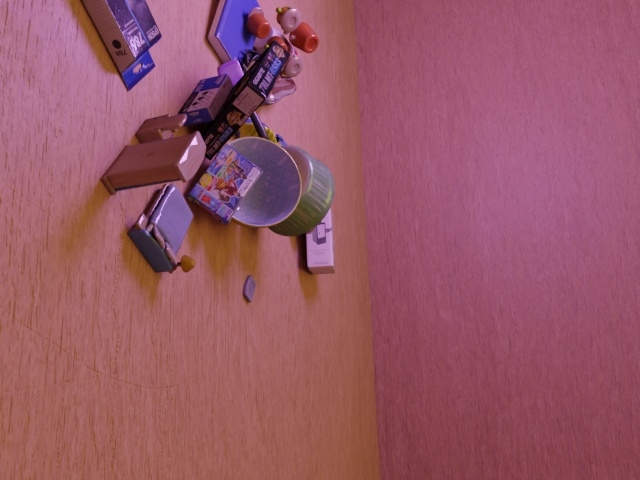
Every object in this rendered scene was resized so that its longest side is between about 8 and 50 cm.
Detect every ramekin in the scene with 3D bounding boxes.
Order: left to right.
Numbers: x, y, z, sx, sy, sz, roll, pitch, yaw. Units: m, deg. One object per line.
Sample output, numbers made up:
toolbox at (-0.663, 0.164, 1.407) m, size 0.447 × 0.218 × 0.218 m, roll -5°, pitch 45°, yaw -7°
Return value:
ramekin at (-0.117, -0.180, 1.839) m, size 0.148 × 0.303 × 0.304 m, roll 36°, pitch 50°, yaw -57°

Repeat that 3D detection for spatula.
spatula at (-0.246, -0.454, 1.778) m, size 0.297 × 0.084 × 0.030 m, roll 62°, pitch -20°, yaw -5°

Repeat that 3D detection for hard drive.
hard drive at (-0.285, -0.742, 1.830) m, size 0.210 × 0.040 × 0.319 m, roll 56°, pitch 40°, yaw -59°

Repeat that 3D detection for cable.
cable at (-0.210, -0.581, 1.866) m, size 0.184 × 0.047 × 0.151 m, roll 7°, pitch 80°, yaw -57°

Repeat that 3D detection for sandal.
sandal at (-0.206, -0.357, 1.941) m, size 0.138 × 0.126 × 0.317 m, roll 51°, pitch 10°, yaw 29°

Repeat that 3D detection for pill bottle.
pill bottle at (-0.180, -0.753, 2.096) m, size 0.221 × 0.121 × 0.121 m, roll 24°, pitch 62°, yaw -66°

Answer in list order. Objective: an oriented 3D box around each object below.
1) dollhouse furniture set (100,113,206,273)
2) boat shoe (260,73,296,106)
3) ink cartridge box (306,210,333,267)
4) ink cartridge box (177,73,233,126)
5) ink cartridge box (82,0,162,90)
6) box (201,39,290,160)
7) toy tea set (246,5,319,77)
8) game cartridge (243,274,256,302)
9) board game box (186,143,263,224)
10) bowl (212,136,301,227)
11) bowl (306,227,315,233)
dollhouse furniture set at (-0.328, -0.114, 1.308) m, size 0.286 × 0.198 × 0.303 m, roll -77°, pitch 154°, yaw -46°
boat shoe at (-0.180, -0.610, 2.064) m, size 0.324 × 0.123 × 0.117 m, roll -64°, pitch 142°, yaw -61°
ink cartridge box at (0.000, 0.000, 2.351) m, size 0.198 × 0.114 × 0.273 m, roll 74°, pitch 13°, yaw -76°
ink cartridge box at (-0.332, -0.414, 1.558) m, size 0.207 × 0.097 × 0.046 m, roll -77°, pitch 154°, yaw -46°
ink cartridge box at (-0.468, -0.538, 1.242) m, size 0.165 × 0.065 × 0.333 m, roll -76°, pitch 154°, yaw -48°
box at (-0.232, -0.417, 1.577) m, size 0.073 × 0.293 × 0.296 m, roll 38°, pitch 40°, yaw -21°
toy tea set at (-0.145, -0.762, 1.954) m, size 0.124 × 0.200 × 0.336 m, roll 48°, pitch 9°, yaw 29°
game cartridge at (-0.238, 0.160, 1.789) m, size 0.056 × 0.017 × 0.083 m, roll 71°, pitch 22°, yaw -44°
board game box at (-0.272, -0.162, 1.533) m, size 0.136 × 0.035 × 0.201 m, roll 37°, pitch 62°, yaw -14°
bowl at (-0.219, -0.162, 1.673) m, size 0.156 × 0.289 × 0.290 m, roll 150°, pitch -59°, yaw -63°
bowl at (-0.078, -0.114, 2.221) m, size 0.080 × 0.170 × 0.170 m, roll 4°, pitch 76°, yaw -27°
